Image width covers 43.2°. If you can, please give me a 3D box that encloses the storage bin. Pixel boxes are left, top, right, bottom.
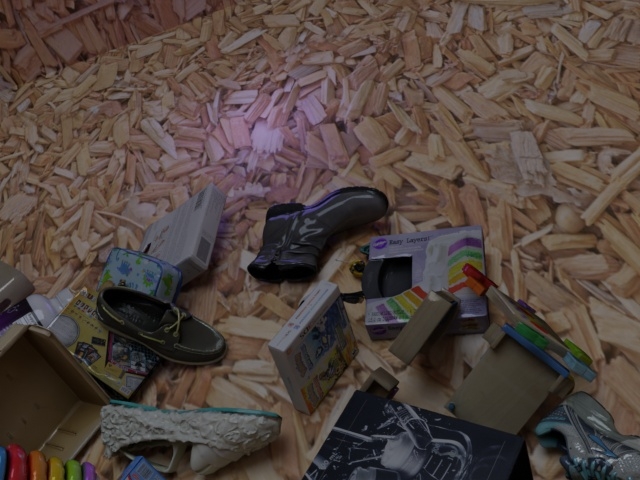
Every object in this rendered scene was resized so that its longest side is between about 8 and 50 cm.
[{"bbox_3d":[-0.602,0.346,1.644,0.123,0.260,0.262,0,41,41],"label":"storage bin"}]

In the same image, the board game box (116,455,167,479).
[{"bbox_3d":[-0.334,0.515,1.421,0.039,0.160,0.211,-23,22,53],"label":"board game box"}]

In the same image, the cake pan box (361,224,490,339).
[{"bbox_3d":[0.224,0.089,1.735,0.267,0.070,0.245,-5,48,16],"label":"cake pan box"}]

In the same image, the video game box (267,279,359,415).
[{"bbox_3d":[-0.009,0.213,1.602,0.048,0.205,0.187,18,52,36],"label":"video game box"}]

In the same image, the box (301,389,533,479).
[{"bbox_3d":[0.129,0.453,1.280,0.313,0.179,0.343,9,46,33],"label":"box"}]

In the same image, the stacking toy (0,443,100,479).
[{"bbox_3d":[-0.470,0.465,1.492,0.302,0.175,0.165,9,72,-24],"label":"stacking toy"}]

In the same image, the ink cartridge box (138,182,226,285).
[{"bbox_3d":[-0.377,0.015,2.105,0.261,0.066,0.296,-31,31,28],"label":"ink cartridge box"}]

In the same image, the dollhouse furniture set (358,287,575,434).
[{"bbox_3d":[0.274,0.271,1.510,0.303,0.198,0.286,37,98,14],"label":"dollhouse furniture set"}]

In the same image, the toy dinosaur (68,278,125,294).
[{"bbox_3d":[-0.523,0.139,1.923,0.183,0.053,0.092,-12,61,28],"label":"toy dinosaur"}]

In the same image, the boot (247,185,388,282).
[{"bbox_3d":[0.000,0.000,1.944,0.338,0.118,0.222,-14,40,24],"label":"boot"}]

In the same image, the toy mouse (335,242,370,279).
[{"bbox_3d":[0.139,0.046,1.877,0.143,0.031,0.161,-37,42,-20],"label":"toy mouse"}]

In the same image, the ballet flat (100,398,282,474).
[{"bbox_3d":[-0.258,0.391,1.582,0.409,0.147,0.147,-2,42,26],"label":"ballet flat"}]

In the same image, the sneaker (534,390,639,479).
[{"bbox_3d":[0.460,0.366,1.305,0.122,0.110,0.283,-26,29,-14],"label":"sneaker"}]

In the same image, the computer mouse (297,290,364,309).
[{"bbox_3d":[0.008,0.128,1.743,0.106,0.042,0.193,-1,-11,-32],"label":"computer mouse"}]

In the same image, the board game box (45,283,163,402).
[{"bbox_3d":[-0.477,0.229,1.800,0.243,0.042,0.165,34,58,5],"label":"board game box"}]

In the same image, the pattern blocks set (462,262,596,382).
[{"bbox_3d":[0.381,0.150,1.495,0.026,0.285,0.325,-55,2,10],"label":"pattern blocks set"}]

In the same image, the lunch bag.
[{"bbox_3d":[-0.440,0.119,1.940,0.219,0.090,0.176,16,87,38],"label":"lunch bag"}]

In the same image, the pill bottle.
[{"bbox_3d":[-0.695,0.247,1.868,0.323,0.181,0.181,-34,41,-18],"label":"pill bottle"}]

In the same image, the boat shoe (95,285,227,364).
[{"bbox_3d":[-0.348,0.185,1.773,0.305,0.091,0.109,20,57,0],"label":"boat shoe"}]

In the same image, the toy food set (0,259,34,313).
[{"bbox_3d":[-0.951,0.144,2.189,0.306,0.092,0.219,21,52,30],"label":"toy food set"}]
